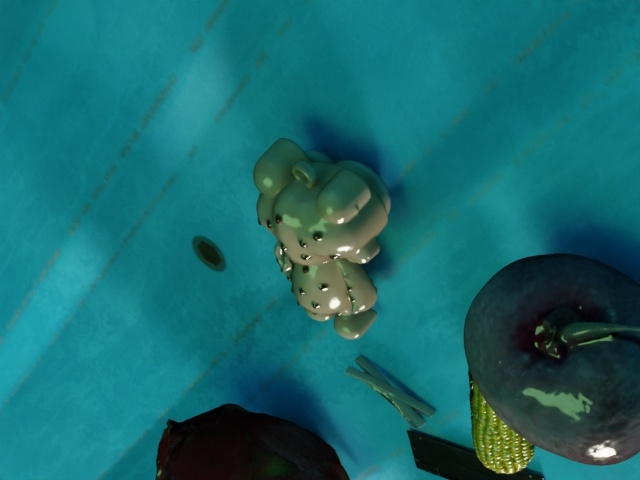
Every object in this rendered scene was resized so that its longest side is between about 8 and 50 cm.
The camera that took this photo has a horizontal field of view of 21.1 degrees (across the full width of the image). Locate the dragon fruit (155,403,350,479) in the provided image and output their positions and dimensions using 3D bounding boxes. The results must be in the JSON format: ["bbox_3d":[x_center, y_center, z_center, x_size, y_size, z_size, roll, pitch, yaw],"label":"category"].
[{"bbox_3d":[-0.102,0.362,2.186,0.302,0.295,0.295,28,154,-24],"label":"dragon fruit"}]

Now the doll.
[{"bbox_3d":[0.002,0.001,1.866,0.154,0.119,0.278,34,155,20],"label":"doll"}]

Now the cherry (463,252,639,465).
[{"bbox_3d":[0.241,0.114,1.637,0.213,0.183,0.266,45,163,28],"label":"cherry"}]

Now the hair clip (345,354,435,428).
[{"bbox_3d":[0.080,0.183,2.029,0.115,0.030,0.039,39,147,12],"label":"hair clip"}]

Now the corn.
[{"bbox_3d":[0.195,0.170,1.855,0.072,0.072,0.203,23,139,32],"label":"corn"}]

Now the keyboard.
[{"bbox_3d":[0.185,0.273,2.025,0.198,0.010,0.063,15,134,38],"label":"keyboard"}]
